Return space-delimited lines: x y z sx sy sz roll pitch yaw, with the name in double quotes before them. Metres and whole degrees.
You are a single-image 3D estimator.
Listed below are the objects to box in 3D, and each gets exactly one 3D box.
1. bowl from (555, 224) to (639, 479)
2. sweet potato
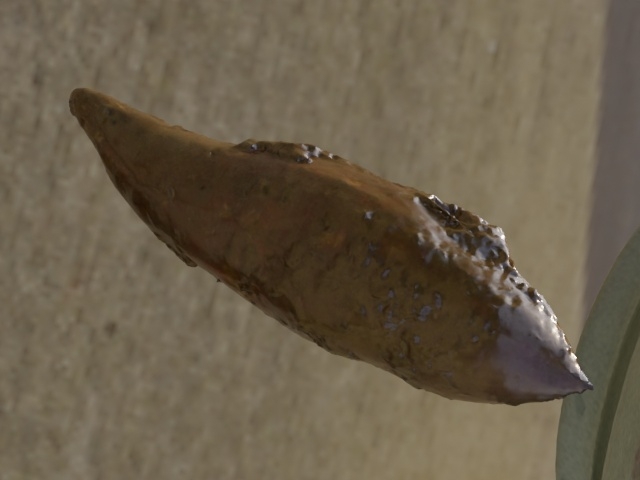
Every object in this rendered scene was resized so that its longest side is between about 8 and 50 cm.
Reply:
"bowl" 0.232 0.085 0.861 0.435 0.196 0.435 -33 132 -46
"sweet potato" 0.000 0.000 0.623 0.068 0.206 0.060 -54 161 -31
